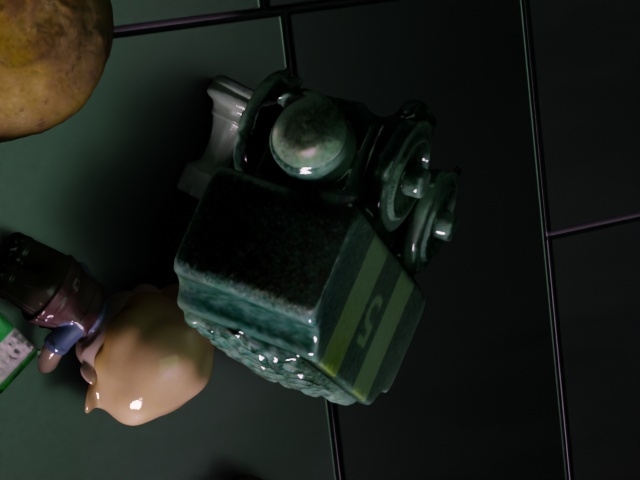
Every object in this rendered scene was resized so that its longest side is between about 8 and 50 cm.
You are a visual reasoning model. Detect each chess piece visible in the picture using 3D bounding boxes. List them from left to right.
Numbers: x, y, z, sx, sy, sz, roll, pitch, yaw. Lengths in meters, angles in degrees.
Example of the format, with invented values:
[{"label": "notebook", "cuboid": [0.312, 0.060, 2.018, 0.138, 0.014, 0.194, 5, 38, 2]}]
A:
[{"label": "chess piece", "cuboid": [-0.081, -0.082, 1.365, 0.067, 0.067, 0.103, 25, 93, -27]}]

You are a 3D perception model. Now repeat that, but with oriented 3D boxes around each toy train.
[{"label": "toy train", "cuboid": [0.000, 0.000, 1.307, 0.238, 0.167, 0.299, -66, 158, -11]}]

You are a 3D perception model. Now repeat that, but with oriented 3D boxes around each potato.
[{"label": "potato", "cuboid": [-0.275, -0.183, 1.189, 0.266, 0.229, 0.229, 41, 77, -40]}]

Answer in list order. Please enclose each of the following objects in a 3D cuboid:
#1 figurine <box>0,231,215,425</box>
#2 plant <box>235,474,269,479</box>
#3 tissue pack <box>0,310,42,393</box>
[{"label": "figurine", "cuboid": [-0.180, 0.071, 1.314, 0.196, 0.108, 0.114, 28, 44, -14]}, {"label": "plant", "cuboid": [-0.066, 0.276, 1.393, 0.092, 0.094, 0.143, 28, 78, -16]}, {"label": "tissue pack", "cuboid": [-0.343, 0.100, 1.200, 0.209, 0.148, 0.156, -46, 111, -15]}]
